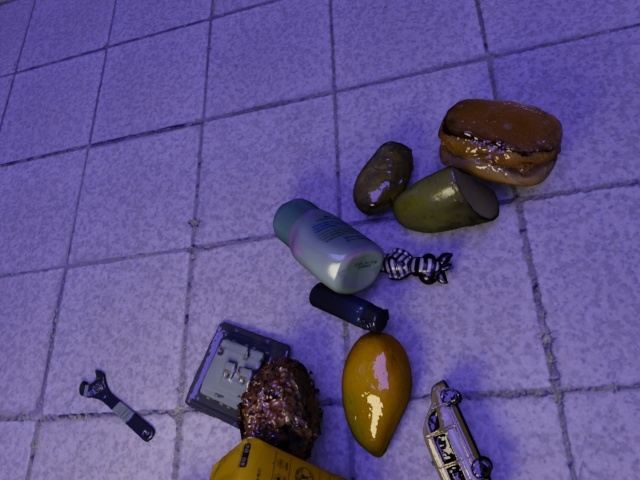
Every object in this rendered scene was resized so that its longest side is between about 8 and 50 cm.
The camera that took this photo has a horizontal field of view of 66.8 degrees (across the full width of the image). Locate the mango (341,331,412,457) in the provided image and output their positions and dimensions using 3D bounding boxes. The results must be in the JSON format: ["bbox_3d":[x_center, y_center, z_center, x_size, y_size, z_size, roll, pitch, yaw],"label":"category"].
[{"bbox_3d":[0.138,0.367,1.206,0.176,0.119,0.317,3,75,20],"label":"mango"}]

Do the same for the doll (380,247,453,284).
[{"bbox_3d":[0.252,0.070,1.314,0.219,0.067,0.091,5,73,26],"label":"doll"}]

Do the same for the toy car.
[{"bbox_3d":[0.302,0.461,1.119,0.124,0.101,0.257,-26,65,10],"label":"toy car"}]

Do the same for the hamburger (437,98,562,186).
[{"bbox_3d":[0.461,-0.258,1.272,0.304,0.174,0.284,21,36,27],"label":"hamburger"}]

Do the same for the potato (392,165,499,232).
[{"bbox_3d":[0.317,-0.074,1.313,0.255,0.269,0.112,-20,64,40],"label":"potato"}]

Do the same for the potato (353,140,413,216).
[{"bbox_3d":[0.182,-0.178,1.410,0.149,0.113,0.252,17,76,32],"label":"potato"}]

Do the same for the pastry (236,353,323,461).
[{"bbox_3d":[-0.079,0.418,1.174,0.192,0.275,0.275,-11,65,28],"label":"pastry"}]

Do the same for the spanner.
[{"bbox_3d":[-0.601,0.491,1.443,0.315,0.024,0.087,26,73,25],"label":"spanner"}]

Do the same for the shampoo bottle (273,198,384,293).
[{"bbox_3d":[0.000,0.000,1.347,0.349,0.221,0.151,38,122,40],"label":"shampoo bottle"}]

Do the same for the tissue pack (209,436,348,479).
[{"bbox_3d":[-0.107,0.644,0.952,0.228,0.293,0.382,-49,18,32],"label":"tissue pack"}]

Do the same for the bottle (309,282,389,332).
[{"bbox_3d":[0.070,0.177,1.274,0.082,0.072,0.244,-24,27,-37],"label":"bottle"}]

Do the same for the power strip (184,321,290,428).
[{"bbox_3d":[-0.239,0.369,1.337,0.256,0.092,0.251,13,77,26],"label":"power strip"}]
